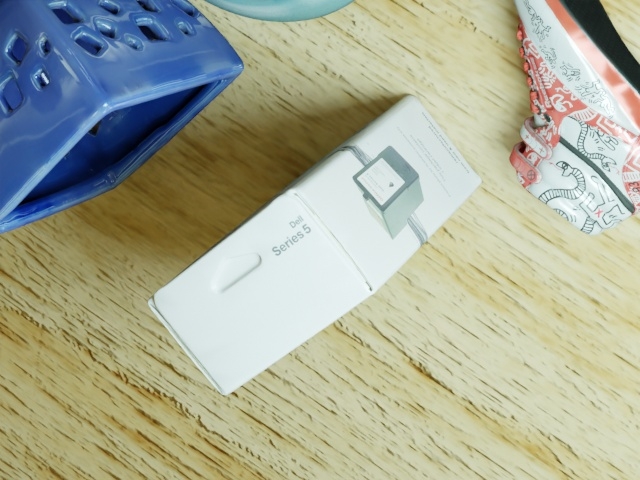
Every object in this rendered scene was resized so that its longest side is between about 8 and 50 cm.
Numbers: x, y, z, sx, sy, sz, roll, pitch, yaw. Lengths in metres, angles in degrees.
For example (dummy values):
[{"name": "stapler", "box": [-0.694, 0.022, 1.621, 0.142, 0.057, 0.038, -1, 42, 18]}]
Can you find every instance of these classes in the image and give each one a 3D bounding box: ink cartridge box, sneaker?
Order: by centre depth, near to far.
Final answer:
[{"name": "sneaker", "box": [0.204, -0.129, 1.436, 0.145, 0.090, 0.270, -36, 95, 31]}, {"name": "ink cartridge box", "box": [0.000, 0.000, 1.482, 0.198, 0.273, 0.115, -37, 92, 33]}]

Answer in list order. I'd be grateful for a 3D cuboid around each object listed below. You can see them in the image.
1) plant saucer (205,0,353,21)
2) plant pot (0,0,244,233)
[{"name": "plant saucer", "box": [-0.074, -0.336, 1.477, 0.317, 0.044, 0.318, 16, 127, 23]}, {"name": "plant pot", "box": [-0.256, -0.166, 1.567, 0.236, 0.236, 0.212, -39, 84, 33]}]
